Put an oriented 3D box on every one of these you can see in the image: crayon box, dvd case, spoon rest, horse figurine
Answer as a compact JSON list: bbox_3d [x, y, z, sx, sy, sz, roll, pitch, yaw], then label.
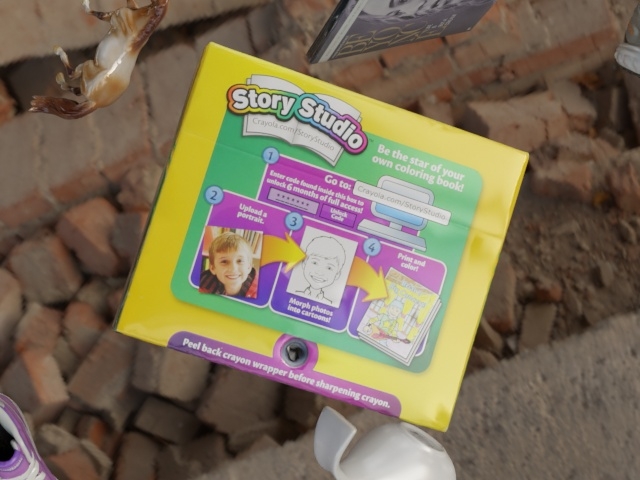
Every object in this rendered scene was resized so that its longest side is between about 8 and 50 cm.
[{"bbox_3d":[0.000,0.000,1.243,0.363,0.106,0.313,18,83,-10],"label":"crayon box"},{"bbox_3d":[0.108,-0.259,1.308,0.221,0.164,0.018,-15,77,-22],"label":"dvd case"},{"bbox_3d":[0.078,0.277,1.501,0.137,0.276,0.084,36,97,38],"label":"spoon rest"},{"bbox_3d":[-0.308,-0.271,1.669,0.174,0.066,0.263,37,98,38],"label":"horse figurine"}]

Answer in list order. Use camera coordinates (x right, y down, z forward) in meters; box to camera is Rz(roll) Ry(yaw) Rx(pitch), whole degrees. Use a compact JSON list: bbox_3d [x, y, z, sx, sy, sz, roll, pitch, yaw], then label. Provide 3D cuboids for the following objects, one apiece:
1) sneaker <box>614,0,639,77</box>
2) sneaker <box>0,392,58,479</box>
[{"bbox_3d":[0.475,-0.236,1.455,0.271,0.100,0.108,39,126,51],"label":"sneaker"},{"bbox_3d":[-0.383,0.324,1.504,0.102,0.161,0.282,-33,89,-14],"label":"sneaker"}]
